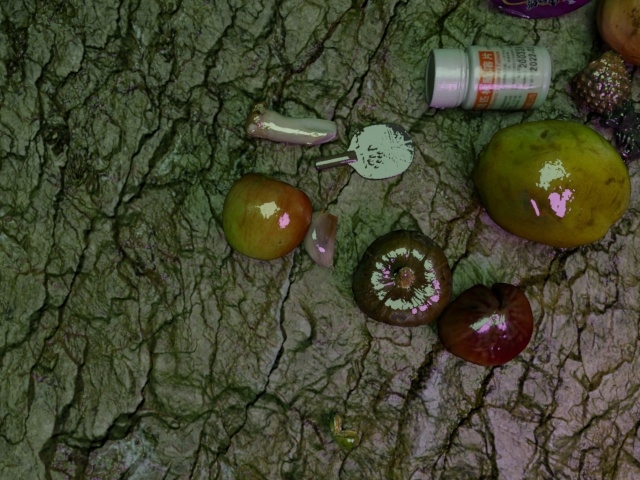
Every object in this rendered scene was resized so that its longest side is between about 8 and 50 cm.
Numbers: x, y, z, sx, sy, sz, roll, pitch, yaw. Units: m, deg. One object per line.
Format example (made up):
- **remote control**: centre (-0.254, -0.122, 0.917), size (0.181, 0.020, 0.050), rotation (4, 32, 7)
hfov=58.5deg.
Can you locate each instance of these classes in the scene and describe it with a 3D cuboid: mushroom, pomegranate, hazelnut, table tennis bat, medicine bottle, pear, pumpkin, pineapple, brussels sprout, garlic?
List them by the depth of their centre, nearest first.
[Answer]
- **pear**: centre (0.474, -0.118, 1.187), size (0.321, 0.269, 0.269), rotation (31, 87, -7)
- **hazelnut**: centre (0.352, 0.180, 1.215), size (0.203, 0.178, 0.178), rotation (-6, 86, 1)
- **pomegranate**: centre (0.733, -0.504, 1.226), size (0.260, 0.260, 0.261), rotation (0, 86, 1)
- **pumpkin**: centre (0.182, 0.081, 1.230), size (0.218, 0.162, 0.219), rotation (-1, 83, 5)
- **medicine bottle**: centre (0.365, -0.360, 1.267), size (0.251, 0.144, 0.145), rotation (3, 86, 3)
- **brussels sprout**: centre (0.048, 0.423, 1.269), size (0.051, 0.046, 0.083), rotation (-39, 76, 2)
- **pineapple**: centre (0.667, -0.292, 1.276), size (0.125, 0.125, 0.251), rotation (-30, 90, -1)
- **garlic**: centre (-0.001, -0.001, 1.285), size (0.084, 0.066, 0.152), rotation (2, 84, -1)
- **mushroom**: centre (-0.066, -0.260, 1.307), size (0.209, 0.071, 0.084), rotation (10, 57, -1)
- **table tennis bat**: centre (0.102, -0.199, 1.323), size (0.234, 0.022, 0.131), rotation (-11, 87, -2)

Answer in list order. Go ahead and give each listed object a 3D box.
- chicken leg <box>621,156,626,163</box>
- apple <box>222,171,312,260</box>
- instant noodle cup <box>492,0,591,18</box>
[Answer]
- **chicken leg**: centre (0.589, -0.197, 1.297), size (0.204, 0.053, 0.093), rotation (-6, 109, 8)
- **apple**: centre (-0.119, -0.050, 1.230), size (0.195, 0.196, 0.196), rotation (0, 86, 1)
- **instant noodle cup**: centre (0.496, -0.641, 1.245), size (0.250, 0.251, 0.190), rotation (6, 77, 2)
